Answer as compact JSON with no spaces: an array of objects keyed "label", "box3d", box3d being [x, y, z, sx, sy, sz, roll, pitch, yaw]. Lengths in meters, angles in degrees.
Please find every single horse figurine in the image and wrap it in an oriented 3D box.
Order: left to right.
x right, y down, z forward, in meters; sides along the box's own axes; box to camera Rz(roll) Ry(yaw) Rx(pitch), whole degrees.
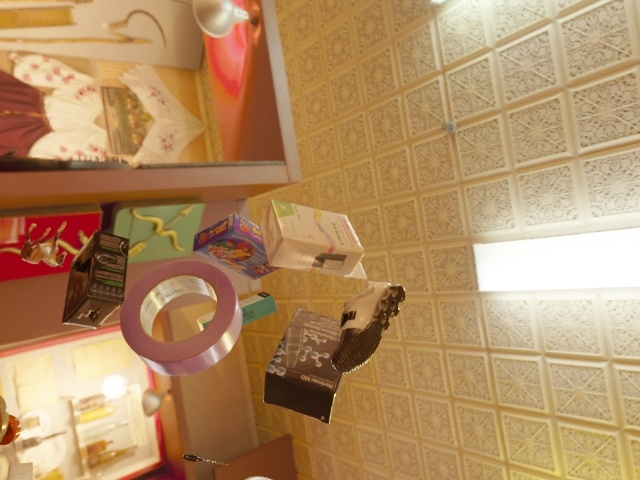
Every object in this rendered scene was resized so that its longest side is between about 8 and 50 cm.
[{"label":"horse figurine","box3d":[-0.983,0.023,1.737,0.066,0.263,0.174,28,-83,1]}]

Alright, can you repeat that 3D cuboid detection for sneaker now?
[{"label":"sneaker","box3d":[0.112,0.251,1.468,0.146,0.330,0.122,14,-41,38]}]

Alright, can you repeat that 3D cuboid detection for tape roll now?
[{"label":"tape roll","box3d":[-0.333,0.182,1.190,0.275,0.275,0.090,51,-21,33]}]

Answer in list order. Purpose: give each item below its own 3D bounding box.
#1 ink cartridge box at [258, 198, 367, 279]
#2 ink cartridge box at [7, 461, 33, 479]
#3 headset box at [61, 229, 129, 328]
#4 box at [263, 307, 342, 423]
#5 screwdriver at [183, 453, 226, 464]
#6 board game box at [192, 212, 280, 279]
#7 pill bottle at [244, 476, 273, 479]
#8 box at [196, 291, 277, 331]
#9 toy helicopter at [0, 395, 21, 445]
[{"label":"ink cartridge box","box3d":[0.000,0.000,1.565,0.119,0.354,0.207,-62,-148,31]},{"label":"ink cartridge box","box3d":[-0.739,0.731,1.188,0.239,0.060,0.275,19,-77,60]},{"label":"headset box","box3d":[-0.804,0.152,1.757,0.246,0.131,0.283,-37,-132,35]},{"label":"box","box3d":[-0.035,0.520,2.090,0.294,0.395,0.212,15,-53,10]},{"label":"screwdriver","box3d":[-0.404,0.772,1.716,0.025,0.170,0.024,-40,-143,27]},{"label":"board game box","box3d":[-0.310,0.036,2.015,0.233,0.347,0.078,-25,-128,29]},{"label":"pill bottle","box3d":[-0.173,0.659,1.032,0.160,0.160,0.283,42,-74,38]},{"label":"box","box3d":[-0.271,0.243,1.603,0.100,0.244,0.060,3,-69,66]},{"label":"toy helicopter","box3d":[-1.013,0.482,1.315,0.140,0.355,0.234,-44,121,-84]}]
